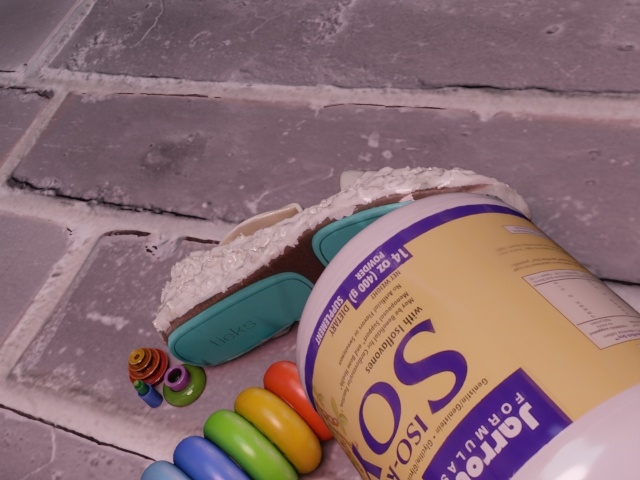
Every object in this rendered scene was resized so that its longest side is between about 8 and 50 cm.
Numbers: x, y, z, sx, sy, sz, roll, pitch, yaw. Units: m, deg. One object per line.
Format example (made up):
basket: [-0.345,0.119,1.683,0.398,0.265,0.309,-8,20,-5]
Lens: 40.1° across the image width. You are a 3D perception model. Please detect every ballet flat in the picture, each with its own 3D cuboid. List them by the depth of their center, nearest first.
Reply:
ballet flat: [0.000,0.000,0.878,0.408,0.147,0.147,-22,46,21]

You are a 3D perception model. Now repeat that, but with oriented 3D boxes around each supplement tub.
supplement tub: [0.152,0.141,0.636,0.241,0.241,0.331,-37,45,-4]

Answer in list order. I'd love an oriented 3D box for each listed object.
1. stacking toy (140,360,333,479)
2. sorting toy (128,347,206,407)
stacking toy: [-0.054,0.194,0.797,0.330,0.141,0.141,-44,46,-20]
sorting toy: [-0.176,0.145,0.948,0.101,0.042,0.061,12,60,35]
